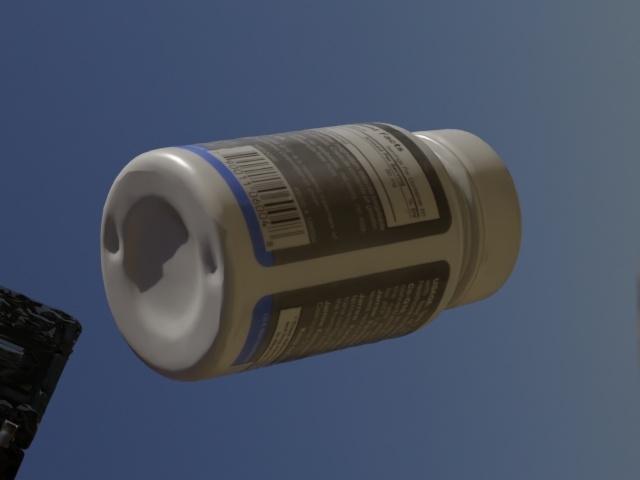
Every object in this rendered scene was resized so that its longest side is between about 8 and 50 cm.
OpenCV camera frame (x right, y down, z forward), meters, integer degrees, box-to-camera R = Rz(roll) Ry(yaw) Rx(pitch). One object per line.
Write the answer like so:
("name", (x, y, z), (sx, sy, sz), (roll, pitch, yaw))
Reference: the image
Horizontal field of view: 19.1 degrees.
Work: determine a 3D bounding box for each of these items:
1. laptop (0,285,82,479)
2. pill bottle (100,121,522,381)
("laptop", (-0.263, 0.091, 0.916), (0.264, 0.234, 0.136), (-86, 20, -73))
("pill bottle", (0.000, 0.000, 0.657), (0.137, 0.078, 0.078), (-9, -81, -40))
